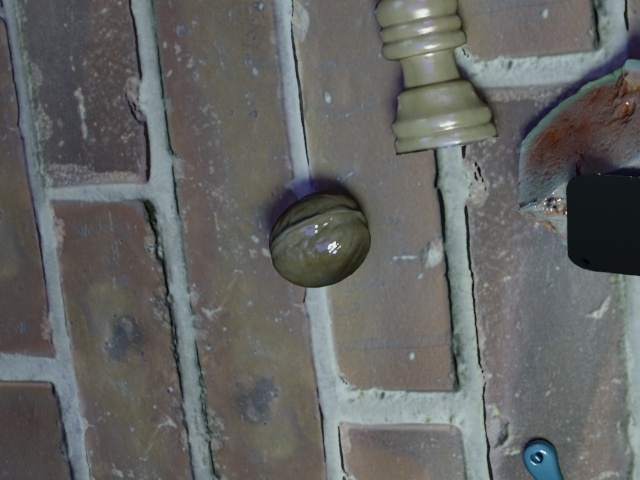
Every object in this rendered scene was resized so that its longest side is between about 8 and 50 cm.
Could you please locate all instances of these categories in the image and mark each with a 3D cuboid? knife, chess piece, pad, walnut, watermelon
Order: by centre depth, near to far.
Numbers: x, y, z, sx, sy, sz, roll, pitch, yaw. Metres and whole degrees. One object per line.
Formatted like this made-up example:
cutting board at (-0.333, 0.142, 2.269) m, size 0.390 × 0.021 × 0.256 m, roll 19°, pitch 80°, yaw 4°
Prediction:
pad at (0.506, -0.045, 1.576) m, size 0.375 × 0.315 × 0.063 m, roll 6°, pitch 61°, yaw 14°
watermelon at (0.408, -0.112, 1.612) m, size 0.305 × 0.180 × 0.224 m, roll -29°, pitch 91°, yaw 44°
chess piece at (0.150, -0.282, 1.740) m, size 0.138 × 0.124 × 0.307 m, roll -4°, pitch 99°, yaw 56°
knife at (0.380, 0.407, 1.854) m, size 0.058 × 0.032 × 0.244 m, roll -30°, pitch 94°, yaw 19°
walnut at (-0.001, 0.000, 1.857) m, size 0.162 × 0.140 × 0.140 m, roll -38°, pitch 86°, yaw 37°
